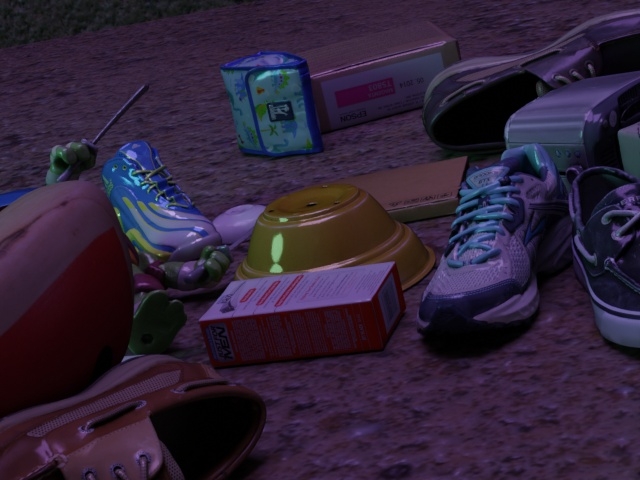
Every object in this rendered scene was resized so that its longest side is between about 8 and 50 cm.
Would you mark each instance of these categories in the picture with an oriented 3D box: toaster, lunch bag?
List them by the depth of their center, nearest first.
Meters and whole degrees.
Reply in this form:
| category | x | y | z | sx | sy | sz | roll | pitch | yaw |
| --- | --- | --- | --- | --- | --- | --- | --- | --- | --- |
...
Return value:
| category | x | y | z | sx | sy | sz | roll | pitch | yaw |
| --- | --- | --- | --- | --- | --- | --- | --- | --- | --- |
| toaster | 0.295 | -0.103 | 1.655 | 0.227 | 0.129 | 0.146 | -29 | 20 | -37 |
| lunch bag | -0.057 | -0.184 | 2.195 | 0.096 | 0.129 | 0.151 | -25 | 22 | -34 |

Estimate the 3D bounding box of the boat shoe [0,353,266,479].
| category | x | y | z | sx | sy | sz | roll | pitch | yaw |
| --- | --- | --- | --- | --- | --- | --- | --- | --- | --- |
| boat shoe | -0.153 | 0.168 | 1.158 | 0.120 | 0.123 | 0.324 | 1 | 23 | 31 |

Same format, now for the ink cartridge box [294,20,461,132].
| category | x | y | z | sx | sy | sz | roll | pitch | yaw |
| --- | --- | --- | --- | --- | --- | --- | --- | --- | --- |
| ink cartridge box | 0.074 | -0.237 | 2.331 | 0.234 | 0.088 | 0.193 | -14 | 18 | -3 |

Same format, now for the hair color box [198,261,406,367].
| category | x | y | z | sx | sy | sz | roll | pitch | yaw |
| --- | --- | --- | --- | --- | --- | --- | --- | --- | --- |
| hair color box | -0.015 | 0.068 | 1.482 | 0.167 | 0.053 | 0.093 | -6 | 20 | 20 |

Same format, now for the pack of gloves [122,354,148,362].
| category | x | y | z | sx | sy | sz | roll | pitch | yaw |
| --- | --- | --- | --- | --- | --- | --- | --- | --- | --- |
| pack of gloves | -0.305 | 0.140 | 1.497 | 0.232 | 0.046 | 0.195 | -6 | 18 | 25 |

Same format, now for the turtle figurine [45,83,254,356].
| category | x | y | z | sx | sy | sz | roll | pitch | yaw |
| --- | --- | --- | --- | --- | --- | --- | --- | --- | --- |
| turtle figurine | -0.184 | -0.017 | 1.634 | 0.274 | 0.198 | 0.266 | -23 | 23 | 1 |

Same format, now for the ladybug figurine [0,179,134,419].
| category | x | y | z | sx | sy | sz | roll | pitch | yaw |
| --- | --- | --- | --- | --- | --- | --- | --- | --- | --- |
| ladybug figurine | -0.289 | 0.113 | 1.282 | 0.305 | 0.162 | 0.449 | -36 | 8 | 37 |

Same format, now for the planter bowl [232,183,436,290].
| category | x | y | z | sx | sy | sz | roll | pitch | yaw |
| --- | --- | --- | --- | --- | --- | --- | --- | --- | --- |
| planter bowl | 0.000 | 0.000 | 1.625 | 0.217 | 0.090 | 0.217 | -13 | 16 | 4 |

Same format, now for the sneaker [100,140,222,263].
| category | x | y | z | sx | sy | sz | roll | pitch | yaw |
| --- | --- | --- | --- | --- | --- | --- | --- | --- | --- |
| sneaker | -0.198 | -0.045 | 1.864 | 0.091 | 0.126 | 0.240 | -23 | 19 | -28 |

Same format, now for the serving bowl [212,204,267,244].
| category | x | y | z | sx | sy | sz | roll | pitch | yaw |
| --- | --- | --- | --- | --- | --- | --- | --- | --- | --- |
| serving bowl | -0.091 | -0.023 | 1.878 | 0.083 | 0.027 | 0.083 | -14 | 16 | 4 |

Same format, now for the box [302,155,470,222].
| category | x | y | z | sx | sy | sz | roll | pitch | yaw |
| --- | --- | --- | --- | --- | --- | --- | --- | --- | --- |
| box | 0.066 | -0.048 | 1.843 | 0.201 | 0.021 | 0.164 | -10 | 17 | 13 |

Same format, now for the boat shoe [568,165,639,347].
| category | x | y | z | sx | sy | sz | roll | pitch | yaw |
| --- | --- | --- | --- | --- | --- | --- | --- | --- | --- |
| boat shoe | 0.269 | 0.004 | 1.370 | 0.108 | 0.102 | 0.301 | -13 | 17 | 2 |

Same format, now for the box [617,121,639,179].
| category | x | y | z | sx | sy | sz | roll | pitch | yaw |
| --- | --- | --- | --- | --- | --- | --- | --- | --- | --- |
| box | 0.382 | -0.046 | 1.431 | 0.094 | 0.113 | 0.275 | -21 | 17 | -18 |

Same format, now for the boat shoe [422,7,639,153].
| category | x | y | z | sx | sy | sz | roll | pitch | yaw |
| --- | --- | --- | --- | --- | --- | --- | --- | --- | --- |
| boat shoe | 0.288 | -0.168 | 1.915 | 0.355 | 0.132 | 0.130 | -17 | 24 | 22 |

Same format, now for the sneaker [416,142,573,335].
| category | x | y | z | sx | sy | sz | roll | pitch | yaw |
| --- | --- | --- | --- | --- | --- | --- | --- | --- | --- |
| sneaker | 0.149 | -0.005 | 1.463 | 0.110 | 0.122 | 0.283 | -6 | 18 | 26 |

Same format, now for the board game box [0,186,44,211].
| category | x | y | z | sx | sy | sz | roll | pitch | yaw |
| --- | --- | --- | --- | --- | --- | --- | --- | --- | --- |
| board game box | -0.442 | -0.037 | 2.206 | 0.168 | 0.033 | 0.133 | -14 | 11 | -18 |
